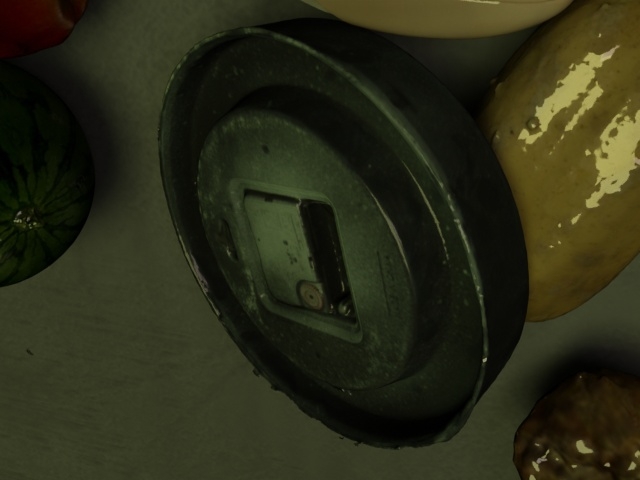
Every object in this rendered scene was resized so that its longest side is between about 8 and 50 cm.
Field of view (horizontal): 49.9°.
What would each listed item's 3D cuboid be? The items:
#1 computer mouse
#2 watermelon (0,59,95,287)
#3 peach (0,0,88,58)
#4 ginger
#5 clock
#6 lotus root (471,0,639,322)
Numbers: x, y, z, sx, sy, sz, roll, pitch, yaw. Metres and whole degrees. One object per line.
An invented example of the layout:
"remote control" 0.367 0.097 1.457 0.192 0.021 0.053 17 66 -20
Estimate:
"computer mouse" 0.074 -0.209 0.508 0.236 0.145 0.082 12 136 12
"watermelon" -0.352 -0.067 0.689 0.242 0.242 0.242 9 120 15
"peach" -0.304 -0.252 0.600 0.197 0.197 0.197 9 120 15
"ginger" 0.338 0.257 0.648 0.223 0.269 0.200 12 143 -36
"clock" 0.000 0.000 0.602 0.386 0.076 0.386 29 134 35
"lotus root" 0.204 -0.077 0.532 0.169 0.151 0.343 39 125 15
